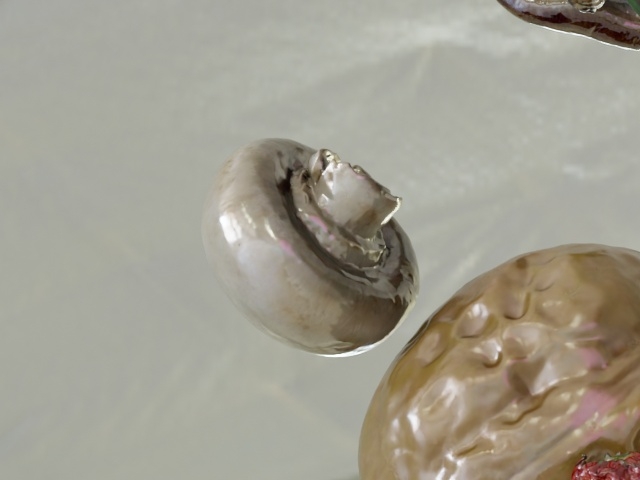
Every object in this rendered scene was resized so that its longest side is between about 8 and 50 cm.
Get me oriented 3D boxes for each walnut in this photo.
[{"bbox_3d":[0.229,0.192,1.809,0.398,0.354,0.308,-36,-24,-4],"label":"walnut"}]

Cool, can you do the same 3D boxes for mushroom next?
[{"bbox_3d":[0.000,0.000,1.840,0.178,0.226,0.226,-37,-49,22],"label":"mushroom"},{"bbox_3d":[0.245,-0.256,1.902,0.227,0.217,0.148,10,-76,18],"label":"mushroom"}]

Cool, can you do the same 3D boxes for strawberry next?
[{"bbox_3d":[0.242,0.208,1.603,0.073,0.083,0.073,-13,-2,-1],"label":"strawberry"}]

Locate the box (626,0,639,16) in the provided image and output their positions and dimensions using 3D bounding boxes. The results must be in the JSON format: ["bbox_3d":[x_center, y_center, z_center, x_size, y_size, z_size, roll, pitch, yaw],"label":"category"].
[{"bbox_3d":[0.273,-0.145,1.458,0.034,0.132,0.235,-38,-68,15],"label":"box"}]
